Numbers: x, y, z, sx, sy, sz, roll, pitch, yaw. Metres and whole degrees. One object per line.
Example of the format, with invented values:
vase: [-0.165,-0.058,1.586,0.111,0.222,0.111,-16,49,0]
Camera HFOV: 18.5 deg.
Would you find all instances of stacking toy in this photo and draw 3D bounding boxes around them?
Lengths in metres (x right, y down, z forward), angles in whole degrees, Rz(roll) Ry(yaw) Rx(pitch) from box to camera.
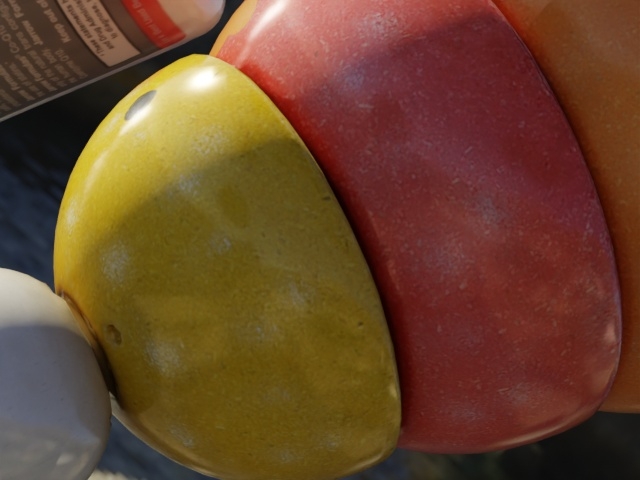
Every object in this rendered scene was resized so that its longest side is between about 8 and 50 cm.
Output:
stacking toy: [0.000,0.000,0.917,0.350,0.480,0.350,48,-27,35]

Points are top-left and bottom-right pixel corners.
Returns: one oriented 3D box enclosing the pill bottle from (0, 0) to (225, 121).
pill bottle: [-0.259,-0.157,1.188,0.210,0.363,0.210,-22,90,-83]
